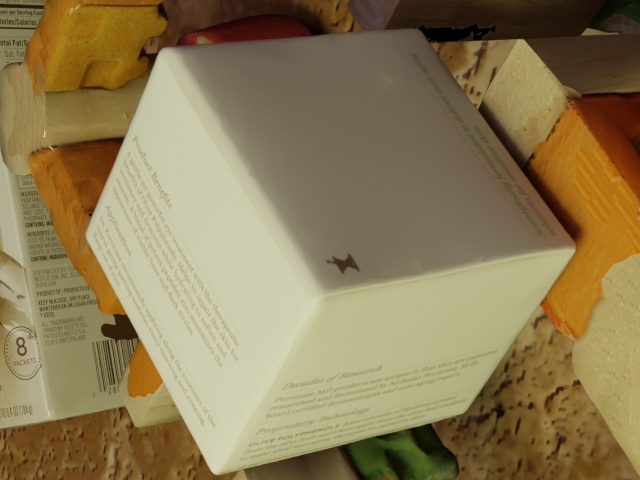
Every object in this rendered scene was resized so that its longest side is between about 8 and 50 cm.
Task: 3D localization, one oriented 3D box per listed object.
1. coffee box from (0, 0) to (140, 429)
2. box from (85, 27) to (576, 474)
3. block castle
[{"bbox_3d":[-0.181,-0.020,0.980,0.141,0.098,0.247,-13,86,39],"label":"coffee box"},{"bbox_3d":[0.000,0.000,0.539,0.101,0.102,0.087,58,140,29],"label":"box"},{"bbox_3d":[0.071,0.003,0.708,0.453,0.212,0.303,59,138,28],"label":"block castle"}]
